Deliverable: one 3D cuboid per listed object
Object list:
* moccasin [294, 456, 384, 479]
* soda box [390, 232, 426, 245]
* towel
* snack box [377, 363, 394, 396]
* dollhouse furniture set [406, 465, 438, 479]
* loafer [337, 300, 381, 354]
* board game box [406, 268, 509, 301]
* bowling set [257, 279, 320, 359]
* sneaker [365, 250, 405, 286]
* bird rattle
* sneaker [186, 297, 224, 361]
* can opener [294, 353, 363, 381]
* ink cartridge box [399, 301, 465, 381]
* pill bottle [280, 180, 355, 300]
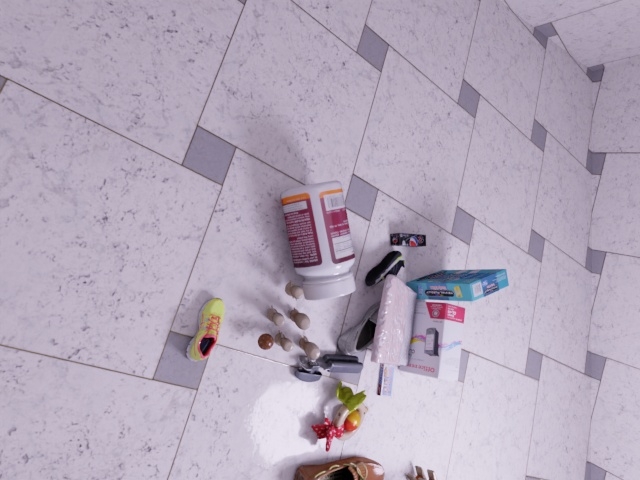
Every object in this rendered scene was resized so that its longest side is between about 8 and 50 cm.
[{"bbox_3d":[0.092,0.866,1.706,0.380,0.147,0.139,20,75,-33],"label":"moccasin"},{"bbox_3d":[0.384,-0.002,2.042,0.169,0.060,0.053,2,86,-36],"label":"soda box"},{"bbox_3d":[0.300,0.329,1.864,0.317,0.053,0.332,31,66,-56],"label":"towel"},{"bbox_3d":[0.276,0.553,1.942,0.064,0.022,0.178,16,77,-35],"label":"snack box"},{"bbox_3d":[0.389,1.045,1.839,0.262,0.259,0.135,-27,92,-32],"label":"dollhouse furniture set"},{"bbox_3d":[0.206,0.343,1.853,0.319,0.111,0.112,-38,108,-32],"label":"loafer"},{"bbox_3d":[0.578,0.188,1.996,0.254,0.336,0.079,-13,94,-36],"label":"board game box"},{"bbox_3d":[-0.134,0.293,1.617,0.200,0.154,0.287,-14,96,-17],"label":"bowling set"},{"bbox_3d":[0.282,0.134,1.943,0.234,0.084,0.097,-39,110,-31],"label":"sneaker"},{"bbox_3d":[0.097,0.672,1.746,0.207,0.143,0.253,44,65,-43],"label":"bird rattle"},{"bbox_3d":[-0.344,0.282,1.472,0.081,0.094,0.208,26,70,-30],"label":"sneaker"},{"bbox_3d":[0.028,0.478,1.755,0.283,0.076,0.095,14,110,-35],"label":"can opener"},{"bbox_3d":[0.468,0.416,1.967,0.131,0.226,0.306,20,74,-33],"label":"ink cartridge box"},{"bbox_3d":[0.000,0.000,1.665,0.224,0.224,0.392,-13,94,-36],"label":"pill bottle"}]
